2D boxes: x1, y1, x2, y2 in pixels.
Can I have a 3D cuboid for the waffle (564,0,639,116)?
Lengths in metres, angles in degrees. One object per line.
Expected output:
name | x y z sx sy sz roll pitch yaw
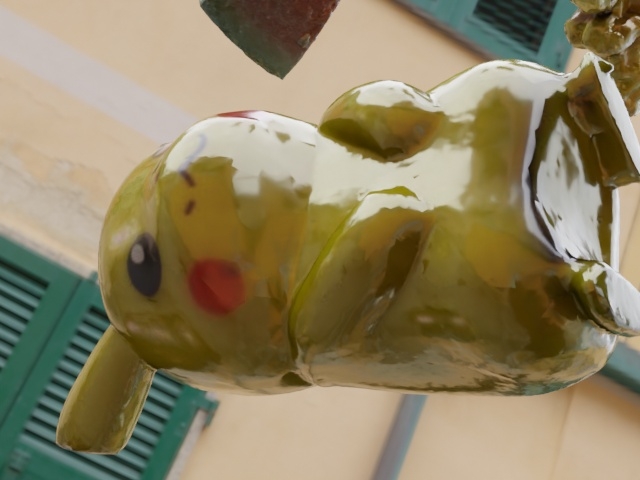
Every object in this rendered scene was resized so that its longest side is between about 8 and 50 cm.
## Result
waffle | 0.300 -0.235 0.803 0.302 0.325 0.068 14 21 -48

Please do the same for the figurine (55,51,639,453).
figurine | 0.007 -0.001 0.590 0.326 0.218 0.169 -2 -36 18

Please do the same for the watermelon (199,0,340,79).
watermelon | -0.018 -0.327 1.164 0.193 0.140 0.256 43 -57 -17
